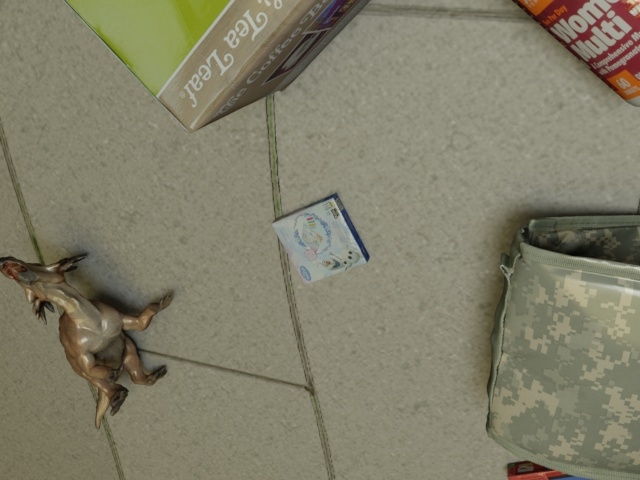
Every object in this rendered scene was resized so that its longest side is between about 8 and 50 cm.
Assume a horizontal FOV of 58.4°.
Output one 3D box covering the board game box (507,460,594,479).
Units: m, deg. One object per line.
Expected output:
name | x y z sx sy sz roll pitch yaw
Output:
board game box | 0.393 0.314 0.700 0.281 0.027 0.145 -22 106 26

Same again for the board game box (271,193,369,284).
board game box | 0.000 0.000 0.693 0.090 0.020 0.090 -21 106 25

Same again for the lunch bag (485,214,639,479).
lunch bag | 0.309 0.103 0.552 0.287 0.169 0.235 6 115 11

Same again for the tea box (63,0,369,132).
tea box | -0.070 -0.326 0.454 0.329 0.220 0.323 -38 97 29

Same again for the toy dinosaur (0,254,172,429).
toy dinosaur | -0.331 0.130 0.813 0.200 0.127 0.295 25 131 15

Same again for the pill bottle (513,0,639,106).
pill bottle | 0.222 -0.222 0.459 0.221 0.121 0.121 40 119 -2
